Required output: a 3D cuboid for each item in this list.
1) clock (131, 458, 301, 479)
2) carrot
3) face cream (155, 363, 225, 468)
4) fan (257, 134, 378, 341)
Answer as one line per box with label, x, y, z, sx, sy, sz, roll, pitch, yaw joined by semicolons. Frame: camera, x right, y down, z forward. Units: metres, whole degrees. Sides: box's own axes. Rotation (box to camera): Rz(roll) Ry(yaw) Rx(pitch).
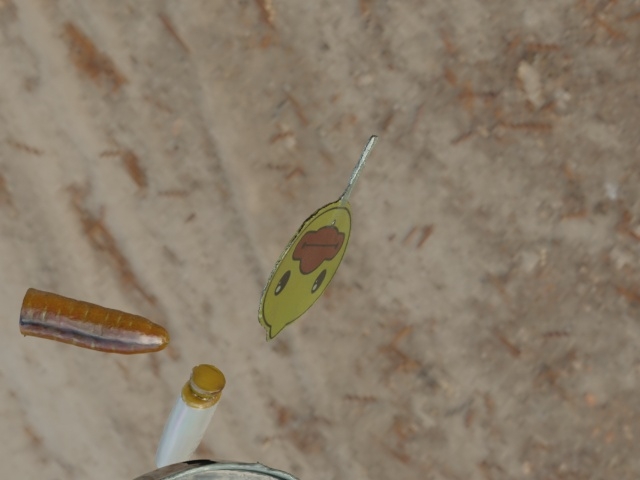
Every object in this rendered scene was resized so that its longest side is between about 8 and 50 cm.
clock;-0.120;0.422;1.649;0.386;0.386;0.076;56;162;-15
carrot;-0.207;0.082;1.412;0.139;0.048;0.048;14;137;2
face cream;-0.172;0.235;2.003;0.051;0.072;0.182;36;132;12
fan;0.001;0.000;2.151;0.011;0.229;0.335;31;102;20
